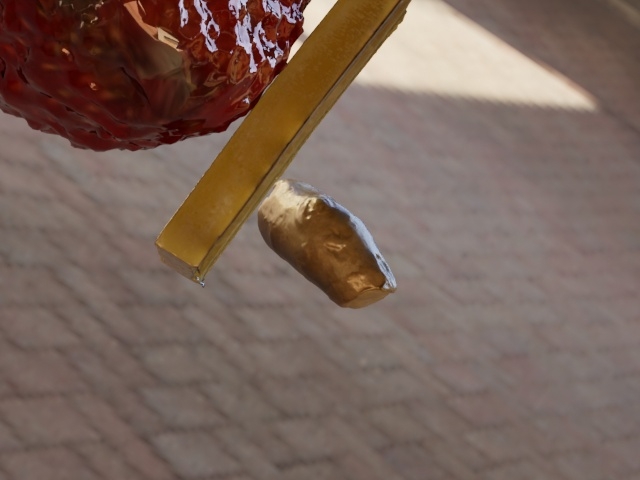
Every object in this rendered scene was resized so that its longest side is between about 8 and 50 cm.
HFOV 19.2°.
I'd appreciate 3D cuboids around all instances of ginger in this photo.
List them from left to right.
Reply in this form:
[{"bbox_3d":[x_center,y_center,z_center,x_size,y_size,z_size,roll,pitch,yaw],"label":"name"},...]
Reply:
[{"bbox_3d":[0.002,0.000,1.620,0.095,0.069,0.190,38,0,-33],"label":"ginger"}]

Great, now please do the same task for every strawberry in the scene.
[{"bbox_3d":[-0.146,-0.181,1.167,0.292,0.292,0.310,31,43,-9],"label":"strawberry"}]

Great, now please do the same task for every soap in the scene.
[{"bbox_3d":[-0.017,-0.082,1.210,0.037,0.252,0.092,36,-9,2],"label":"soap"}]
